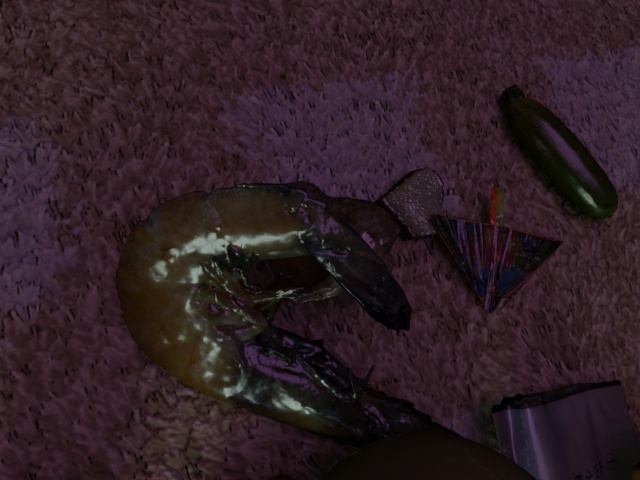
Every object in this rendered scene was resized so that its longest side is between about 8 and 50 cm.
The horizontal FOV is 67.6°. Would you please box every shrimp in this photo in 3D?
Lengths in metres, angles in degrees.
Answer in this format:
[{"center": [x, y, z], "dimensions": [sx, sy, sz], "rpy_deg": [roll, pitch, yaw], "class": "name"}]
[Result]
[{"center": [-0.002, 0.105, 0.517], "dimensions": [0.445, 0.085, 0.272], "rpy_deg": [33, 115, -10], "class": "shrimp"}]

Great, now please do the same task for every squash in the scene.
[{"center": [0.357, -0.134, 0.724], "dimensions": [0.066, 0.066, 0.252], "rpy_deg": [-36, 84, -19], "class": "squash"}]

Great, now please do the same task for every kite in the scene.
[{"center": [0.255, 0.013, 0.680], "dimensions": [0.241, 0.014, 0.183], "rpy_deg": [5, 85, -20], "class": "kite"}]

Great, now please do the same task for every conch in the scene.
[{"center": [0.000, 0.000, 0.578], "dimensions": [0.207, 0.130, 0.155], "rpy_deg": [40, 57, 15], "class": "conch"}]

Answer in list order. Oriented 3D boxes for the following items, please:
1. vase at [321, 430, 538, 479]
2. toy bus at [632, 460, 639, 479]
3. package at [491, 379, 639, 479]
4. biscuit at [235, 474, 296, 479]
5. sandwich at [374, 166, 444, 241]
[{"center": [0.039, 0.294, 0.418], "dimensions": [0.329, 0.302, 0.240], "rpy_deg": [3, 70, -6], "class": "vase"}, {"center": [0.489, 0.302, 0.585], "dimensions": [0.210, 0.136, 0.126], "rpy_deg": [-6, 73, -31], "class": "toy bus"}, {"center": [0.321, 0.293, 0.608], "dimensions": [0.251, 0.062, 0.203], "rpy_deg": [1, 74, -25], "class": "package"}, {"center": [-0.064, 0.406, 0.500], "dimensions": [0.202, 0.044, 0.288], "rpy_deg": [6, 76, -10], "class": "biscuit"}, {"center": [0.138, -0.050, 0.669], "dimensions": [0.093, 0.036, 0.105], "rpy_deg": [46, 71, 3], "class": "sandwich"}]
